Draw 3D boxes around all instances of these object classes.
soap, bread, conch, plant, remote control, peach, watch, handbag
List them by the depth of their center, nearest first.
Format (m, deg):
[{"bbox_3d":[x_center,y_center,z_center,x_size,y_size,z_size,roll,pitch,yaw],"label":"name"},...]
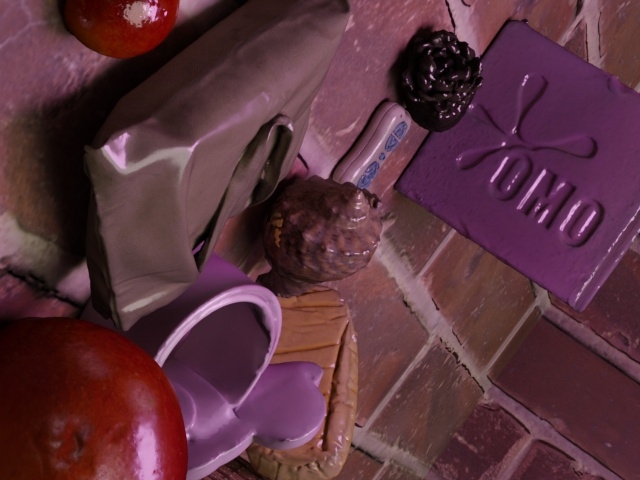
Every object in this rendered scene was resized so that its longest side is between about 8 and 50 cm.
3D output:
[{"bbox_3d":[-0.135,-0.171,0.965,0.098,0.061,0.098,-44,165,-15],"label":"peach"},{"bbox_3d":[-0.227,0.181,1.124,0.243,0.243,0.199,-52,177,-8],"label":"peach"},{"bbox_3d":[-0.092,-0.077,1.160,0.316,0.109,0.253,-48,165,-37],"label":"handbag"},{"bbox_3d":[-0.113,0.108,1.326,0.248,0.211,0.217,-30,142,-34],"label":"watch"},{"bbox_3d":[0.000,0.000,1.479,0.155,0.130,0.207,-19,157,-39],"label":"conch"},{"bbox_3d":[0.138,-0.181,1.569,0.094,0.092,0.143,-40,164,-15],"label":"plant"},{"bbox_3d":[0.062,-0.106,1.594,0.122,0.032,0.074,-56,161,2],"label":"remote control"},{"bbox_3d":[-0.025,0.168,1.598,0.106,0.140,0.236,86,7,-65],"label":"bread"},{"bbox_3d":[0.298,-0.100,1.770,0.285,0.296,0.107,-57,161,2],"label":"soap"}]

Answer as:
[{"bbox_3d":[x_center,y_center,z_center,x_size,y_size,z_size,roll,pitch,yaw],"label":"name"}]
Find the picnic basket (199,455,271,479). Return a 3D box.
[{"bbox_3d":[-0.209,0.393,1.593,0.228,0.175,0.313,-21,138,-57],"label":"picnic basket"}]
